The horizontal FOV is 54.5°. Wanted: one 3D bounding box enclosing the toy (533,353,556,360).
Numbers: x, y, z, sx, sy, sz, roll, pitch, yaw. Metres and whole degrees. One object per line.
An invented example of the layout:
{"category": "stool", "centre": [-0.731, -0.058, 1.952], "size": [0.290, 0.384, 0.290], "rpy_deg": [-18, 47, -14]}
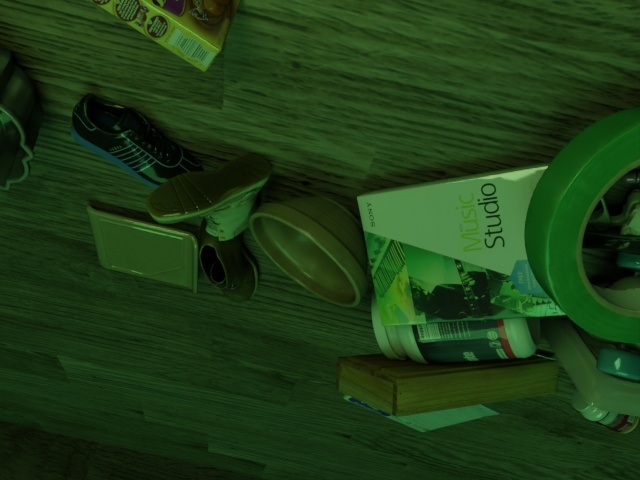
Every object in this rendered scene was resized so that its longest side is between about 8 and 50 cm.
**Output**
{"category": "toy", "centre": [0.445, 0.327, 1.498], "size": [0.136, 0.056, 0.237], "rpy_deg": [16, 145, -4]}

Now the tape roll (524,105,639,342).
{"category": "tape roll", "centre": [0.446, -0.018, 0.840], "size": [0.321, 0.077, 0.321], "rpy_deg": [-2, 111, -5]}

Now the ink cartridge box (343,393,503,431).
{"category": "ink cartridge box", "centre": [0.271, 0.418, 1.672], "size": [0.303, 0.072, 0.307], "rpy_deg": [29, 139, -22]}

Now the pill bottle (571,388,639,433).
{"category": "pill bottle", "centre": [0.691, 0.407, 1.513], "size": [0.152, 0.086, 0.086], "rpy_deg": [26, 143, -18]}

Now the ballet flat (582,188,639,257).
{"category": "ballet flat", "centre": [0.453, -0.028, 0.964], "size": [0.280, 0.095, 0.096], "rpy_deg": [2, 132, 14]}

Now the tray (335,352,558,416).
{"category": "tray", "centre": [0.259, 0.270, 1.254], "size": [0.410, 0.076, 0.203], "rpy_deg": [2, -179, -30]}

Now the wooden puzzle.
{"category": "wooden puzzle", "centre": [-0.368, 0.017, 1.313], "size": [0.238, 0.044, 0.221], "rpy_deg": [17, 146, 0]}

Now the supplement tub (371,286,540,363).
{"category": "supplement tub", "centre": [0.252, 0.129, 1.153], "size": [0.272, 0.191, 0.191], "rpy_deg": [-10, 140, 28]}

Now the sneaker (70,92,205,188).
{"category": "sneaker", "centre": [-0.288, -0.155, 1.005], "size": [0.232, 0.081, 0.090], "rpy_deg": [24, 148, -17]}

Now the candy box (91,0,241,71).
{"category": "candy box", "centre": [-0.195, -0.300, 0.746], "size": [0.186, 0.109, 0.053], "rpy_deg": [27, 143, -23]}

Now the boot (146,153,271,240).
{"category": "boot", "centre": [-0.189, -0.052, 1.051], "size": [0.213, 0.077, 0.165], "rpy_deg": [-25, 160, -26]}

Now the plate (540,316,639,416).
{"category": "plate", "centre": [0.578, 0.228, 1.157], "size": [0.278, 0.277, 0.045], "rpy_deg": [10, 115, -6]}

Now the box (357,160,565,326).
{"category": "box", "centre": [0.232, 0.013, 0.996], "size": [0.322, 0.058, 0.232], "rpy_deg": [-8, 99, 27]}

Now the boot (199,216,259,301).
{"category": "boot", "centre": [-0.196, 0.060, 1.257], "size": [0.112, 0.115, 0.305], "rpy_deg": [5, 146, 7]}

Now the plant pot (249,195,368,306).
{"category": "plant pot", "centre": [0.000, 0.000, 1.080], "size": [0.237, 0.110, 0.237], "rpy_deg": [34, 159, 14]}

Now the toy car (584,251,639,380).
{"category": "toy car", "centre": [0.560, 0.136, 1.117], "size": [0.210, 0.219, 0.238], "rpy_deg": [14, 174, -4]}

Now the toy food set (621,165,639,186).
{"category": "toy food set", "centre": [0.461, -0.113, 0.899], "size": [0.122, 0.019, 0.078], "rpy_deg": [32, 141, -27]}

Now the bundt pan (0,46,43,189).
{"category": "bundt pan", "centre": [-0.582, -0.226, 0.953], "size": [0.330, 0.124, 0.331], "rpy_deg": [8, 145, 6]}
